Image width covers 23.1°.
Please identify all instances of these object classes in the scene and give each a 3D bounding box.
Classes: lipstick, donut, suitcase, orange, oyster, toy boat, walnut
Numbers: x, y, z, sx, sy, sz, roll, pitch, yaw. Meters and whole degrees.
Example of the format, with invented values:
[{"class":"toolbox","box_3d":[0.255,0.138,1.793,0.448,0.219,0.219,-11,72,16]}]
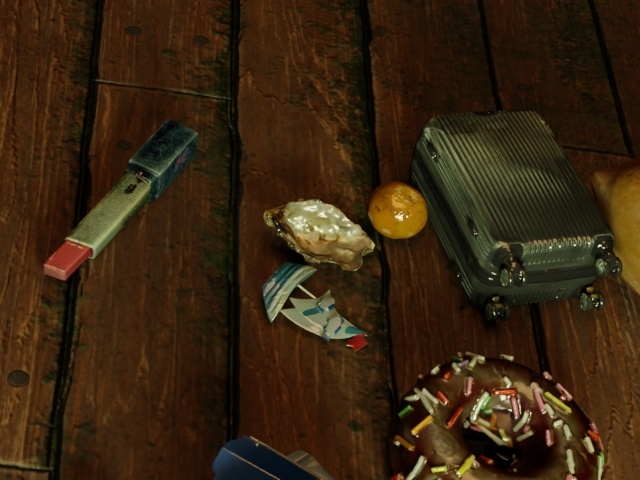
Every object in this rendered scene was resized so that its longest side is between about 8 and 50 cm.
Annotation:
[{"class":"lipstick","box_3d":[-0.257,-0.045,2.008,0.051,0.051,0.312,27,47,10]},{"class":"donut","box_3d":[0.205,0.243,1.820,0.270,0.103,0.269,9,43,-9]},{"class":"suitcase","box_3d":[0.256,-0.041,2.093,0.202,0.128,0.312,-5,47,-21]},{"class":"orange","box_3d":[0.102,-0.039,2.089,0.083,0.070,0.083,17,44,-17]},{"class":"oyster","box_3d":[-0.007,-0.005,2.036,0.148,0.051,0.103,34,42,-4]},{"class":"toy boat","box_3d":[-0.017,0.092,1.963,0.105,0.034,0.149,-20,67,-35]},{"class":"walnut","box_3d":[0.484,-0.007,2.081,0.298,0.203,0.203,39,48,11]},{"class":"toy boat","box_3d":[0.006,0.332,1.668,0.295,0.129,0.088,30,1,13]}]

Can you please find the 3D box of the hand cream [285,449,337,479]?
[{"class":"hand cream","box_3d":[0.036,0.324,1.733,0.256,0.055,0.088,36,44,28]}]
